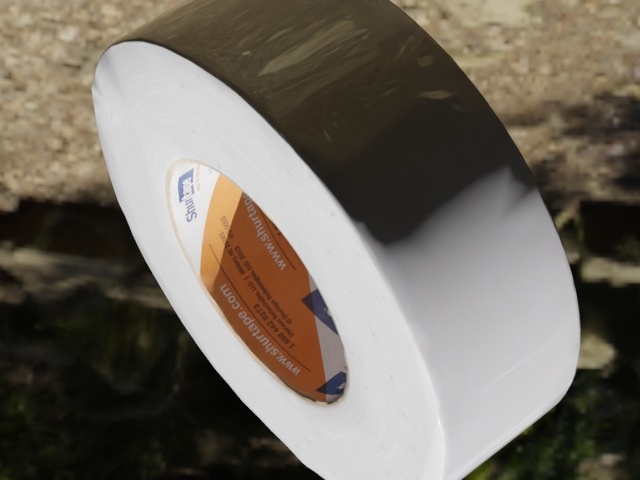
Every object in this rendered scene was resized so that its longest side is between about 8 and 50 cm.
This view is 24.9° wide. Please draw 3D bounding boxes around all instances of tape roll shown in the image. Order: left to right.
[{"bbox_3d":[0.000,0.000,0.582,0.072,0.219,0.219,-34,174,-24],"label":"tape roll"}]
